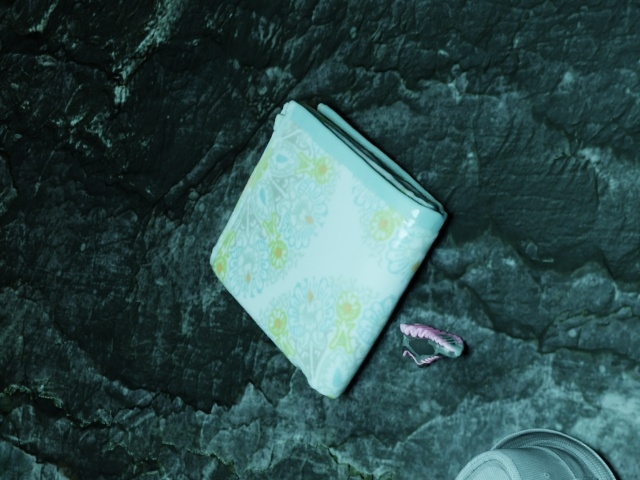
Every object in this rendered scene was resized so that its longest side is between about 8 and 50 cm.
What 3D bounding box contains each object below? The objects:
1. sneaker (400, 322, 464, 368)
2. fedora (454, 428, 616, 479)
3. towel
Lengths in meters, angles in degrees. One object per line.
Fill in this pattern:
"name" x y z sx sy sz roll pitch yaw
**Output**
"sneaker" 0.150 0.149 1.856 0.119 0.047 0.057 18 100 55
"fedora" 0.244 0.356 1.635 0.244 0.124 0.275 -35 56 37
"towel" 0.000 0.000 2.027 0.374 0.090 0.320 45 116 44
